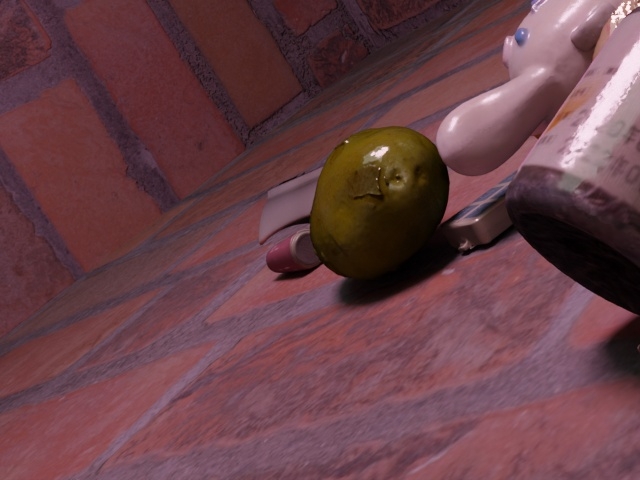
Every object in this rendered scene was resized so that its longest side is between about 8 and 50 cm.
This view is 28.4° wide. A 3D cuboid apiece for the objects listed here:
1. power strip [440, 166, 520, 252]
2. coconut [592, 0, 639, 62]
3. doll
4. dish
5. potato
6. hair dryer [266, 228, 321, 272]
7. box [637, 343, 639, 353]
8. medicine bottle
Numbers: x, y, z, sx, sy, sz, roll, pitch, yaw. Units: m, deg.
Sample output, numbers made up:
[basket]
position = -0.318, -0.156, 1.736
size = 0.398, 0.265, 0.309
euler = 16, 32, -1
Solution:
[power strip]
position = 0.218, -0.051, 1.385
size = 0.192, 0.035, 0.081
euler = -36, 9, -21
[coconut]
position = 0.319, -0.125, 1.069
size = 0.194, 0.194, 0.194
euler = -31, 11, 7
[doll]
position = 0.301, -0.230, 1.400
size = 0.376, 0.187, 0.365
euler = -26, -2, 17
[dish]
position = 0.008, -0.069, 1.847
size = 0.151, 0.077, 0.212
euler = -21, 0, -42
[potato]
position = 0.061, -0.043, 1.453
size = 0.186, 0.148, 0.253
euler = -50, -2, -20
[hair dryer]
position = 0.005, -0.002, 1.770
size = 0.154, 0.054, 0.106
euler = -26, 3, -25
[box]
position = 0.285, 0.047, 0.737
size = 0.207, 0.041, 0.050
euler = -19, 14, 49
[medicine bottle]
position = 0.265, -0.091, 0.890
size = 0.273, 0.165, 0.165
euler = -55, 15, -10
